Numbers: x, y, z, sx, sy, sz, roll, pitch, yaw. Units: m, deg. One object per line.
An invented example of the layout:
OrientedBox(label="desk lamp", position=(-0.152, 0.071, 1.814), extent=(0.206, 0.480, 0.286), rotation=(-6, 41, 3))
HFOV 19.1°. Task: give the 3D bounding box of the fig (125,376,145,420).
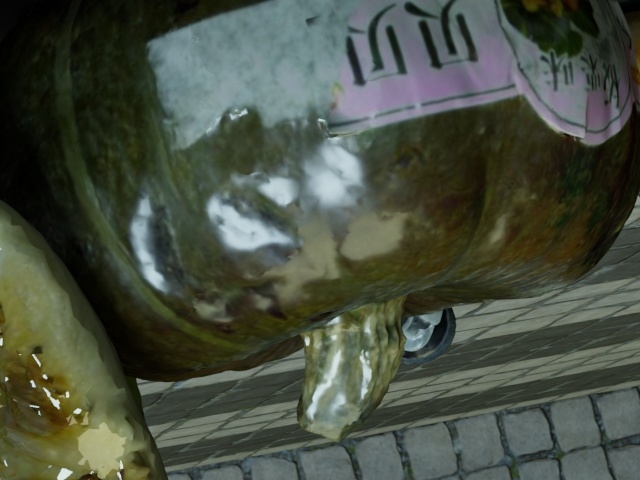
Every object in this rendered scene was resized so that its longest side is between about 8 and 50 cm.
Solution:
OrientedBox(label="fig", position=(-0.238, 0.109, 0.931), extent=(0.326, 0.258, 0.258), rotation=(1, 163, -39))

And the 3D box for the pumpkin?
OrientedBox(label="pumpkin", position=(-0.001, -0.020, 0.712), extent=(0.260, 0.189, 0.260), rotation=(-10, 169, -2))

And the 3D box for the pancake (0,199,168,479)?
OrientedBox(label="pancake", position=(-0.205, 0.081, 0.700), extent=(0.356, 0.356, 0.065), rotation=(-20, -164, 35))

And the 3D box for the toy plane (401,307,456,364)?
OrientedBox(label="toy plane", position=(0.000, 0.005, 0.966), extent=(0.255, 0.101, 0.251), rotation=(1, 168, 18))

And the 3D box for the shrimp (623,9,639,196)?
OrientedBox(label="shrimp", position=(0.201, -0.069, 1.020), extent=(0.164, 0.062, 0.317), rotation=(-18, 163, 22))
